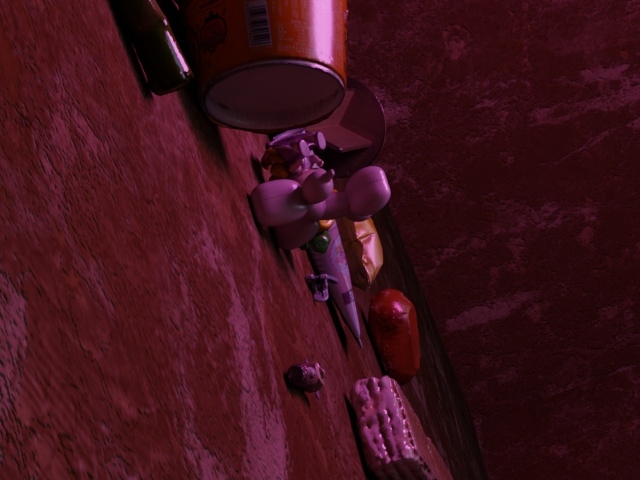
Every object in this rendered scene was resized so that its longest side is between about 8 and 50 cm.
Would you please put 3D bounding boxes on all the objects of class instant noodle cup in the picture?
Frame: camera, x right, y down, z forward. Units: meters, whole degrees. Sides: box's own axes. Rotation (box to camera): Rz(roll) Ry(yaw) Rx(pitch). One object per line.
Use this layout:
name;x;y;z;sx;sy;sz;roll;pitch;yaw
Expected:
instant noodle cup;-0.061;-0.231;1.512;0.216;0.216;0.172;56;25;-65

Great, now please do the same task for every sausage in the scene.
sausage;0.133;0.174;2.359;0.089;0.089;0.179;-84;163;-75

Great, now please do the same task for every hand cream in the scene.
hand cream;0.000;0.000;1.955;0.085;0.058;0.331;-138;-150;-73

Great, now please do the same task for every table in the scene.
table;-0.002;-0.171;2.059;0.227;0.167;0.167;-24;94;-75

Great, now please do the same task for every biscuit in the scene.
biscuit;0.135;0.334;1.930;0.426;0.079;0.144;61;10;-56

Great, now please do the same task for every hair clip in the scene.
hair clip;0.003;0.065;1.877;0.115;0.030;0.039;0;90;-81

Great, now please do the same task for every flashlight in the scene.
flashlight;-0.014;0.148;1.469;0.110;0.031;0.052;41;31;-77

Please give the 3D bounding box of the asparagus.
asparagus;-0.171;-0.220;1.243;0.178;0.041;0.045;65;-17;-8

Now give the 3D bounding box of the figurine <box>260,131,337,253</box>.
figurine;-0.031;-0.059;1.764;0.115;0.095;0.156;1;-68;55

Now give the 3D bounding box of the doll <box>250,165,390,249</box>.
doll;0.007;-0.046;1.649;0.161;0.160;0.059;51;20;-66

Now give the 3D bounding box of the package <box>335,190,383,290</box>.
package;0.042;-0.001;2.074;0.226;0.090;0.168;102;-34;-84
